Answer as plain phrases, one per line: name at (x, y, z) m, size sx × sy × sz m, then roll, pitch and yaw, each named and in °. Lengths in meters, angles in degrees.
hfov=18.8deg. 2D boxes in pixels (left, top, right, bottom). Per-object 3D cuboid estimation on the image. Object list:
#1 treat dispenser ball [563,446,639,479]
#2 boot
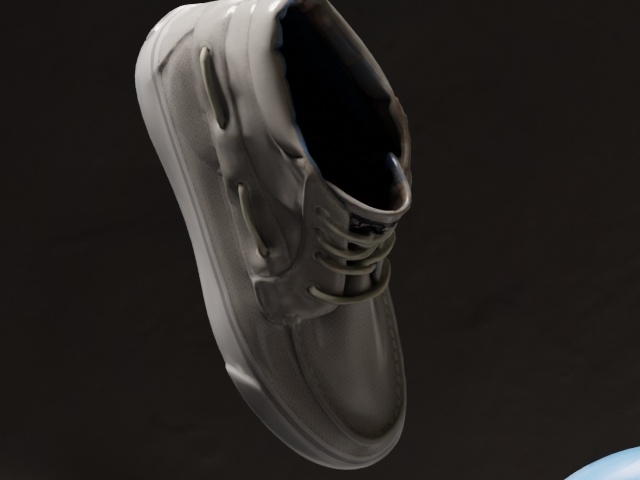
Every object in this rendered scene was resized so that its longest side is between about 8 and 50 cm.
treat dispenser ball at (0.269, 0.296, 1.442) m, size 0.288 × 0.288 × 0.288 m, roll -4°, pitch 79°, yaw 24°
boot at (0.000, 0.000, 0.953) m, size 0.123 × 0.095 × 0.258 m, roll -5°, pitch 114°, yaw 55°
